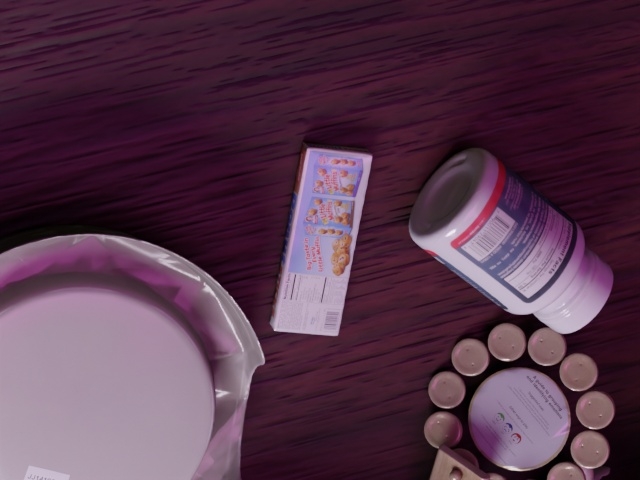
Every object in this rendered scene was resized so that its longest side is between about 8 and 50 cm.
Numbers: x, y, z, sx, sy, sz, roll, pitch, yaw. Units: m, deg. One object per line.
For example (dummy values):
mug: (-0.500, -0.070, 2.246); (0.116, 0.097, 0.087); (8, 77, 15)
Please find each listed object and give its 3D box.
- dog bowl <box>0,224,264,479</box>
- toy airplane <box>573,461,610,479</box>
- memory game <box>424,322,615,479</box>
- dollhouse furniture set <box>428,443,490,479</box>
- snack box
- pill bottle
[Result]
dog bowl: (-0.222, 0.145, 1.674); (0.349, 0.102, 0.349); (-5, 109, -14)
toy airplane: (0.382, 0.353, 1.857); (0.384, 0.272, 0.386); (-19, 129, 33)
memory game: (0.188, 0.169, 1.791); (0.186, 0.012, 0.186); (-1, 86, 17)
dollhouse furniture set: (0.115, 0.306, 1.742); (0.151, 0.144, 0.123); (-36, 150, -41)
snack box: (0.000, 0.000, 1.730); (0.064, 0.022, 0.178); (6, 107, -17)
pill bottle: (0.180, 0.006, 1.736); (0.180, 0.108, 0.108); (37, 96, -24)
